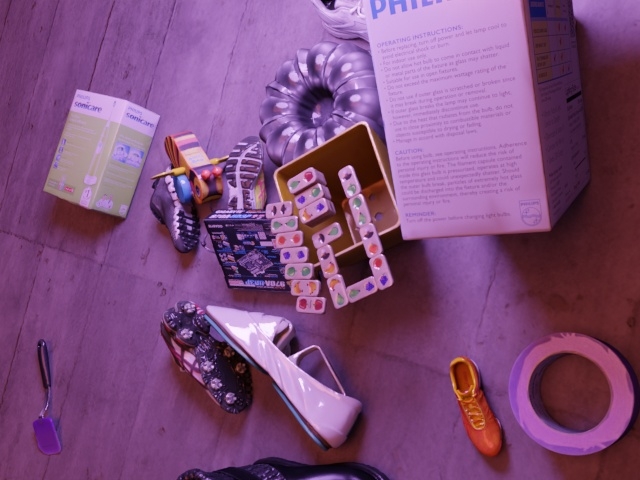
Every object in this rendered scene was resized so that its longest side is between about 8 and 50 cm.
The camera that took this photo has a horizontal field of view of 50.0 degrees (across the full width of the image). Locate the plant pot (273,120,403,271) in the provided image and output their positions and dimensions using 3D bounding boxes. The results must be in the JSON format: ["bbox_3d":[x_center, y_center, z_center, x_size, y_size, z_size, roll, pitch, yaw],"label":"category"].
[{"bbox_3d":[0.070,-0.062,1.300,0.212,0.187,0.212,-27,67,24],"label":"plant pot"}]

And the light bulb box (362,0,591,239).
[{"bbox_3d":[0.259,-0.223,1.051,0.225,0.358,0.360,-4,103,30],"label":"light bulb box"}]

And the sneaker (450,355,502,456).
[{"bbox_3d":[0.260,0.287,1.184,0.064,0.067,0.175,-28,68,22],"label":"sneaker"}]

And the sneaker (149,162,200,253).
[{"bbox_3d":[-0.351,-0.064,1.629,0.106,0.078,0.234,-28,63,27],"label":"sneaker"}]

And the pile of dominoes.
[{"bbox_3d":[0.000,0.000,1.195,0.196,0.040,0.251,-28,66,24],"label":"pile of dominoes"}]

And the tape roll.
[{"bbox_3d":[0.404,0.243,1.097,0.189,0.080,0.188,-6,78,30],"label":"tape roll"}]

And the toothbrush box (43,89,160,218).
[{"bbox_3d":[-0.562,-0.223,1.761,0.206,0.122,0.283,17,90,33],"label":"toothbrush box"}]

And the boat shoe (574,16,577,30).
[{"bbox_3d":[0.345,-0.325,1.239,0.095,0.095,0.257,45,104,30],"label":"boat shoe"}]

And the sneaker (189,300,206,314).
[{"bbox_3d":[-0.300,0.204,1.559,0.067,0.042,0.118,25,92,36],"label":"sneaker"}]

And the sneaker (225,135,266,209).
[{"bbox_3d":[-0.155,-0.123,1.502,0.082,0.094,0.208,10,94,20],"label":"sneaker"}]

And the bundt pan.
[{"bbox_3d":[0.005,-0.264,1.420,0.331,0.124,0.330,-6,78,30],"label":"bundt pan"}]

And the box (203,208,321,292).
[{"bbox_3d":[-0.122,0.021,1.425,0.220,0.051,0.175,0,120,32],"label":"box"}]

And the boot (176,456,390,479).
[{"bbox_3d":[-0.066,0.472,1.230,0.348,0.260,0.131,-7,76,31],"label":"boot"}]

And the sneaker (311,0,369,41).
[{"bbox_3d":[0.098,-0.457,1.399,0.297,0.129,0.111,20,90,32],"label":"sneaker"}]

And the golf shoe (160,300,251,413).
[{"bbox_3d":[-0.249,0.260,1.486,0.272,0.105,0.120,54,139,11],"label":"golf shoe"}]

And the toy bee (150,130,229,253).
[{"bbox_3d":[-0.257,-0.146,1.539,0.298,0.195,0.162,43,148,8],"label":"toy bee"}]

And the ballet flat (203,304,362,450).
[{"bbox_3d":[-0.069,0.239,1.375,0.400,0.139,0.139,42,103,26],"label":"ballet flat"}]

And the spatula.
[{"bbox_3d":[-0.715,0.403,1.781,0.084,0.030,0.296,-19,71,30],"label":"spatula"}]
